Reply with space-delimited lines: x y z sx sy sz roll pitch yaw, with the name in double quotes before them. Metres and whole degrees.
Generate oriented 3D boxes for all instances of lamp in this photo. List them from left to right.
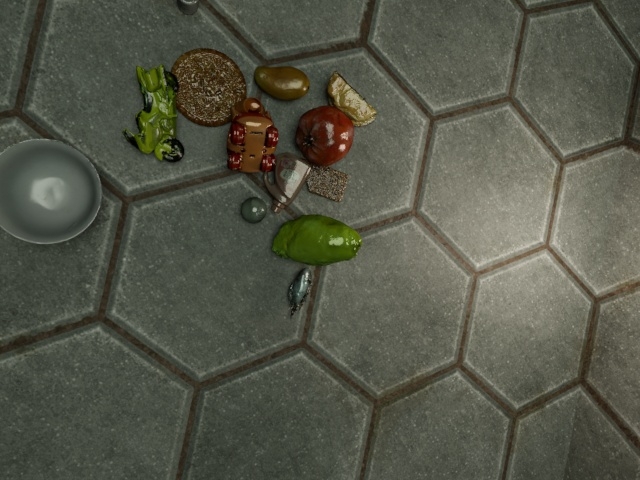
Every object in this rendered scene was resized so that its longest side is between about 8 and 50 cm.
"lamp" -0.265 -0.120 1.741 0.105 0.105 0.105 -1 92 -18

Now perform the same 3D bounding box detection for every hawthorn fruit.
"hawthorn fruit" 0.039 -0.433 1.778 0.272 0.242 0.241 -29 101 -37

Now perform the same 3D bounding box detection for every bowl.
"bowl" -0.921 -0.162 1.496 0.346 0.157 0.345 0 92 -17

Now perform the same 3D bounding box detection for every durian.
"durian" 0.000 0.000 1.761 0.256 0.340 0.204 25 62 -40

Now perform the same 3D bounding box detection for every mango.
"mango" -0.156 -0.637 1.763 0.228 0.099 0.136 9 93 -10

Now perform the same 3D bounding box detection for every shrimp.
"shrimp" -0.094 0.223 1.826 0.090 0.079 0.232 18 88 18

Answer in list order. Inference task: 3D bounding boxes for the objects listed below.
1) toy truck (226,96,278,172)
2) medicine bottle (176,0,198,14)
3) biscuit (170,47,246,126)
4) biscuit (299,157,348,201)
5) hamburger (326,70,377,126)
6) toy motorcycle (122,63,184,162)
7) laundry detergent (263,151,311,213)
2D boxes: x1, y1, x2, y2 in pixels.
"toy truck" -0.272 -0.409 1.703 0.189 0.239 0.265 0 134 -19
"medicine bottle" -0.492 -0.906 1.624 0.080 0.130 0.080 0 91 -18
"biscuit" -0.434 -0.596 1.702 0.305 0.038 0.305 -1 92 -18
"biscuit" 0.001 -0.257 1.863 0.237 0.026 0.131 17 85 -19
"hamburger" 0.120 -0.579 1.851 0.262 0.124 0.131 42 98 -11
"toy motorcycle" -0.615 -0.458 1.601 0.206 0.142 0.342 -7 98 -38
"laundry detergent" -0.161 -0.240 1.786 0.171 0.076 0.237 32 92 -2
